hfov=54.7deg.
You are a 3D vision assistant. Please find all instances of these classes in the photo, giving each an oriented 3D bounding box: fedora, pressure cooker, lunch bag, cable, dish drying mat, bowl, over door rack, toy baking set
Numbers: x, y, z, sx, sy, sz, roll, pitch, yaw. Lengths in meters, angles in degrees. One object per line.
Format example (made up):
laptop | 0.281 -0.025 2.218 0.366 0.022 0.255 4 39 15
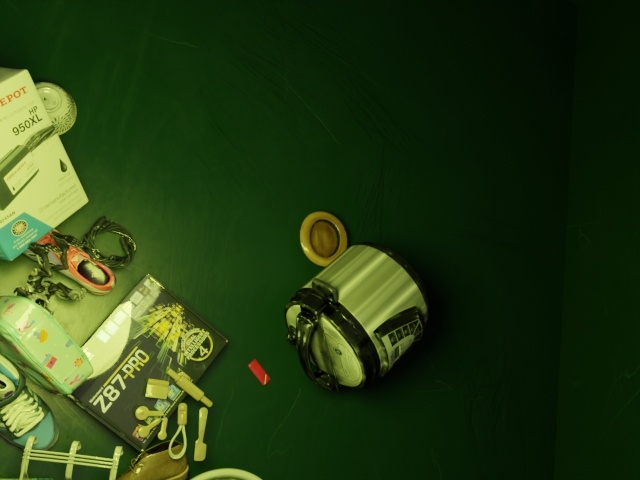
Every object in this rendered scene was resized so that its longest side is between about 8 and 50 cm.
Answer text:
fedora | 0.000 0.000 2.103 0.194 0.079 0.194 8 71 -25
pressure cooker | 0.092 0.256 1.937 0.420 0.375 0.370 -38 91 -29
lunch bag | -0.704 0.263 1.521 0.108 0.224 0.279 -53 126 -37
cable | -0.606 0.018 1.779 0.150 0.047 0.184 49 23 -23
dish drying mat | -0.194 0.418 1.963 0.032 0.008 0.083 -40 98 -26
bowl | -0.793 -0.393 1.790 0.170 0.080 0.170 5 78 -25
over door rack | -0.642 0.666 1.534 0.239 0.108 0.324 10 71 -8
toy baking set | -0.398 0.489 1.724 0.256 0.030 0.197 39 63 -15

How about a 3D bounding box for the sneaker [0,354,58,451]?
sneaker | -0.777 0.409 1.547 0.130 0.236 0.323 -39 97 -27

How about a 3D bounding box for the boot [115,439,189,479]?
boot | -0.509 0.638 1.689 0.305 0.112 0.115 -15 112 -36

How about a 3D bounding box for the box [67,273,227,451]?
box | -0.509 0.344 1.773 0.318 0.097 0.395 43 66 -10

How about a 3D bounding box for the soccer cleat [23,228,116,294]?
soccer cleat | -0.709 0.041 1.722 0.318 0.116 0.109 37 66 -16

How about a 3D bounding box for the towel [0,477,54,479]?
towel | -0.823 0.711 1.476 0.370 0.040 0.272 20 58 -45

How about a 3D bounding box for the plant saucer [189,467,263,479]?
plant saucer | -0.296 0.858 1.773 0.400 0.100 0.401 6 77 -26

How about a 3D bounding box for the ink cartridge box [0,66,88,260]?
ink cartridge box | -0.805 -0.195 1.550 0.285 0.166 0.395 -52 142 -42

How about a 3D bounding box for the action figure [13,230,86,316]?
action figure | -0.714 0.123 1.622 0.141 0.276 0.164 31 25 14
